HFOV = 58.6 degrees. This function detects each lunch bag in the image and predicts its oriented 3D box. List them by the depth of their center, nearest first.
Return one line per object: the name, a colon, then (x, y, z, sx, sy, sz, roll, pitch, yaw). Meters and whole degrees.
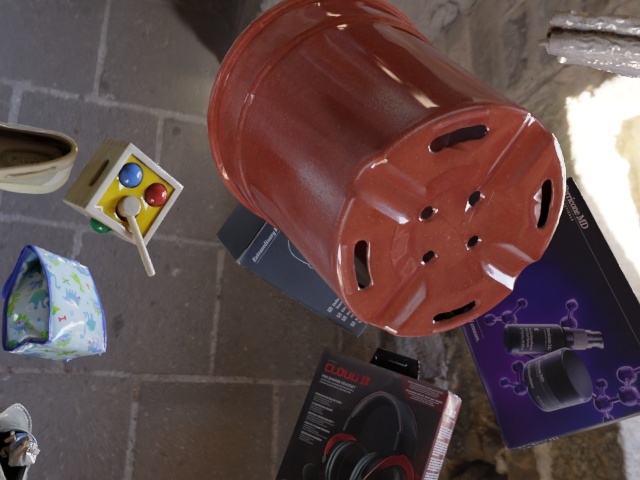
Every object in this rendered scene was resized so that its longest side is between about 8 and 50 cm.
lunch bag: (-0.388, 0.093, 0.835, 0.096, 0.129, 0.151, -11, 70, 10)

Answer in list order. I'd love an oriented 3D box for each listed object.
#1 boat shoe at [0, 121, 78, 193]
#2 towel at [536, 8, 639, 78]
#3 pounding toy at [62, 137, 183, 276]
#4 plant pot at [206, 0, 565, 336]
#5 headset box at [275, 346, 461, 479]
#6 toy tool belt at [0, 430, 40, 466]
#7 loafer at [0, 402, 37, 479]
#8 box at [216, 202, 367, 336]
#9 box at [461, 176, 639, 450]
boat shoe: (-0.479, -0.119, 0.739, 0.302, 0.098, 0.109, 1, 71, -36)
towel: (0.374, -0.188, 0.582, 0.187, 0.282, 0.049, -26, 128, -61)
pounding toy: (-0.273, -0.047, 0.814, 0.130, 0.100, 0.141, 44, 69, -46)
plant pot: (0.057, -0.070, 0.529, 0.272, 0.265, 0.272, -12, 124, -18)
headset box: (0.075, 0.316, 0.887, 0.218, 0.110, 0.293, 15, 74, 29)
toy tool belt: (-0.501, 0.340, 0.952, 0.052, 0.083, 0.051, 9, 86, -43)
loafer: (-0.541, 0.369, 0.985, 0.111, 0.319, 0.112, -33, 112, -8)
box: (0.000, 0.000, 1.403, 0.395, 0.212, 0.293, 36, 91, -30)
box: (0.259, 0.086, 0.660, 0.184, 0.103, 0.261, -22, 63, 13)
